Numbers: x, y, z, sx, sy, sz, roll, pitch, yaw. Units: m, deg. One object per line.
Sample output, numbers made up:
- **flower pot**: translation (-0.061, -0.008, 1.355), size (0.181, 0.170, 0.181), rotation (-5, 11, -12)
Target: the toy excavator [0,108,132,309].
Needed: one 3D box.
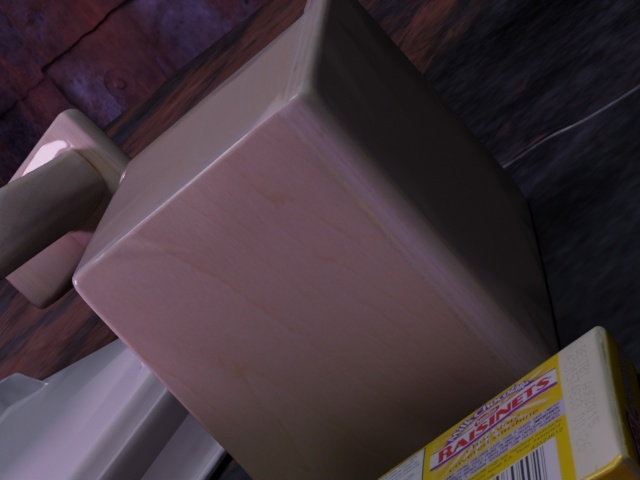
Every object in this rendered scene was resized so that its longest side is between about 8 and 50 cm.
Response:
- **toy excavator**: translation (-0.299, 0.095, 1.098), size (0.445, 0.222, 0.433), rotation (-45, -5, 2)

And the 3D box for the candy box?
- **candy box**: translation (0.023, 0.114, 0.618), size (0.206, 0.027, 0.105), rotation (-37, 11, 16)

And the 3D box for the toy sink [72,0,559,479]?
- **toy sink**: translation (0.000, 0.000, 0.786), size (0.131, 0.153, 0.234), rotation (-38, 14, 14)

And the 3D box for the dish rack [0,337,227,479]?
- **dish rack**: translation (-0.169, 0.152, 0.962), size (0.285, 0.072, 0.333), rotation (-28, 20, 44)
